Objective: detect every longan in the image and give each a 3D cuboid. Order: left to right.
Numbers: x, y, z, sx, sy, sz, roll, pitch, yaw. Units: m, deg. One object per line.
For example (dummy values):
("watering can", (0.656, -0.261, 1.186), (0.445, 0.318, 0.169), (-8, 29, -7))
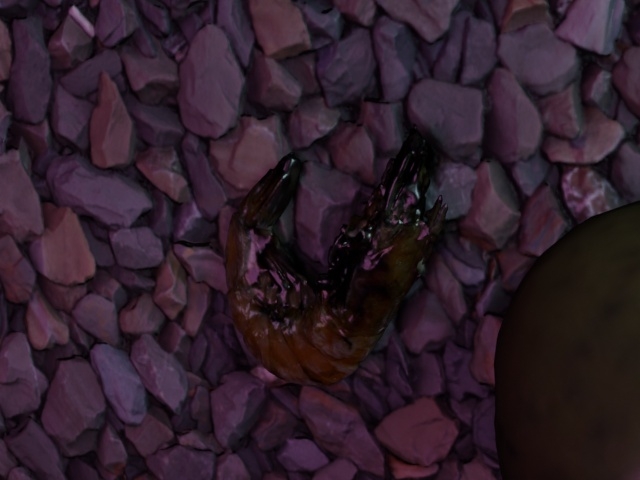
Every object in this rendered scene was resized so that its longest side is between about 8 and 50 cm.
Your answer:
("longan", (0.332, 0.153, 1.417), (0.404, 0.404, 0.336), (32, 155, 22))

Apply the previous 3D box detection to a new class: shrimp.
("shrimp", (0.000, 0.000, 1.759), (0.233, 0.071, 0.365), (44, 129, 22))
